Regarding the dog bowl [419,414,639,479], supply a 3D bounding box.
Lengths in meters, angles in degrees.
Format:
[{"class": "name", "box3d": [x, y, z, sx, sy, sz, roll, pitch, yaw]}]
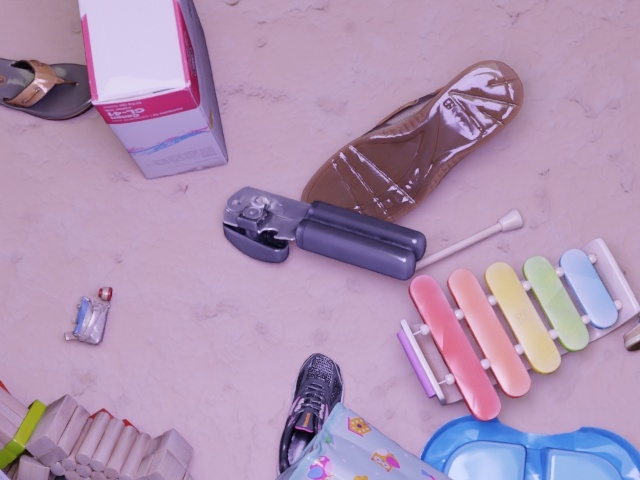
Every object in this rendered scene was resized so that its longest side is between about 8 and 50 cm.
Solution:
[{"class": "dog bowl", "box3d": [0.269, 0.316, 1.580, 0.297, 0.074, 0.166, 6, 75, 3]}]

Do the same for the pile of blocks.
[{"class": "pile of blocks", "box3d": [-0.323, 0.272, 1.615, 0.362, 0.149, 0.113, 21, 33, -1]}]

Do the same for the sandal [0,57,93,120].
[{"class": "sandal", "box3d": [-0.418, -0.229, 1.767, 0.219, 0.060, 0.090, 13, 75, 6]}]

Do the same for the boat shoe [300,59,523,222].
[{"class": "boat shoe", "box3d": [0.127, -0.127, 1.693, 0.342, 0.123, 0.123, -38, 94, 13]}]

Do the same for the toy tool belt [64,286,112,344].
[{"class": "toy tool belt", "box3d": [-0.315, 0.099, 1.676, 0.051, 0.052, 0.083, 11, 74, -3]}]

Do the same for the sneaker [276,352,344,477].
[{"class": "sneaker", "box3d": [-0.012, 0.233, 1.612, 0.072, 0.077, 0.178, 10, 75, 4]}]

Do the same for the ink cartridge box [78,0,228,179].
[{"class": "ink cartridge box", "box3d": [-0.219, -0.235, 1.633, 0.131, 0.306, 0.226, -11, 74, 0]}]

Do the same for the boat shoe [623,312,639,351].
[{"class": "boat shoe", "box3d": [0.457, 0.091, 1.647, 0.153, 0.056, 0.048, -35, 67, -9]}]

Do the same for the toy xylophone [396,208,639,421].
[{"class": "toy xylophone", "box3d": [0.238, 0.086, 1.623, 0.322, 0.081, 0.236, -30, 74, -16]}]

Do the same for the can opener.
[{"class": "can opener", "box3d": [0.000, 0.000, 1.659, 0.283, 0.095, 0.076, 17, 48, 17]}]

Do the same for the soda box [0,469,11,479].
[{"class": "soda box", "box3d": [-0.345, 0.418, 1.530, 0.286, 0.091, 0.098, 43, 53, 2]}]

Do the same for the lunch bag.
[{"class": "lunch bag", "box3d": [0.028, 0.367, 1.498, 0.223, 0.160, 0.262, 35, 118, 0]}]
